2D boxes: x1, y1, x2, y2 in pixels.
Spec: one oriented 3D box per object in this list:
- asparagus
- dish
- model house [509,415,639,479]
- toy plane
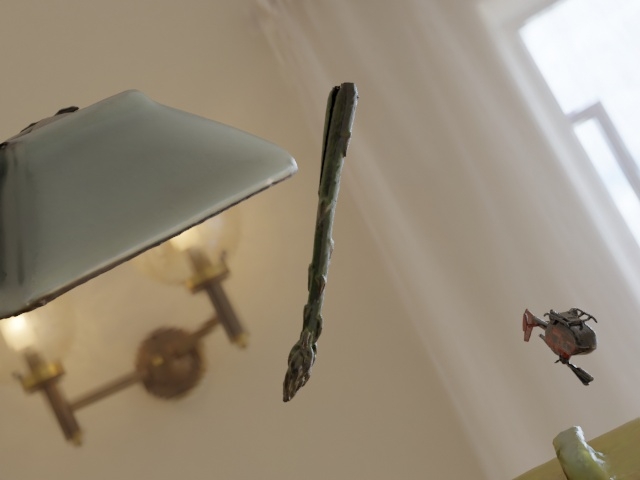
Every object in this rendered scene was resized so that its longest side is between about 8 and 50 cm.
[{"bbox_3d":[0.000,0.000,1.053,0.023,0.233,0.022,10,-16,-1],"label":"asparagus"},{"bbox_3d":[-0.155,-0.019,0.801,0.182,0.080,0.243,-29,11,-39],"label":"dish"},{"bbox_3d":[0.050,0.102,0.248,0.300,0.340,0.324,-31,29,9],"label":"model house"},{"bbox_3d":[0.246,0.098,1.562,0.037,0.060,0.145,-8,17,-22],"label":"toy plane"}]
